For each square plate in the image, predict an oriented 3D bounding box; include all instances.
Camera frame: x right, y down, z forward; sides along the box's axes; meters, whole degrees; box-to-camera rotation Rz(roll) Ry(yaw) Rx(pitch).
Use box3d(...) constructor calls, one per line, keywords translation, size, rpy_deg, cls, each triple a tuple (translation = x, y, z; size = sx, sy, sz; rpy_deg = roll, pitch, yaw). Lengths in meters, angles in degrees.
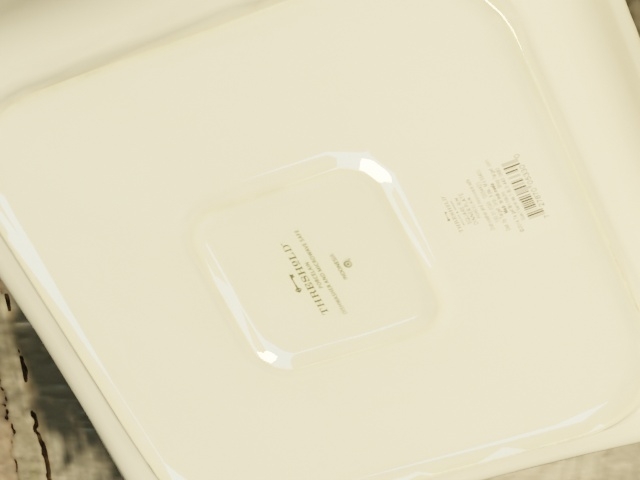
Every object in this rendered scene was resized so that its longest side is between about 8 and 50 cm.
box3d(translation=(0.000, 0.000, 0.841), size=(0.344, 0.049, 0.347), rpy_deg=(-17, 119, 20), cls="square plate")
